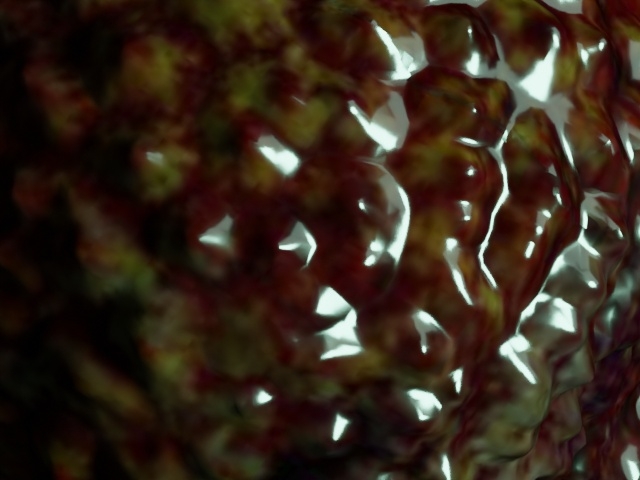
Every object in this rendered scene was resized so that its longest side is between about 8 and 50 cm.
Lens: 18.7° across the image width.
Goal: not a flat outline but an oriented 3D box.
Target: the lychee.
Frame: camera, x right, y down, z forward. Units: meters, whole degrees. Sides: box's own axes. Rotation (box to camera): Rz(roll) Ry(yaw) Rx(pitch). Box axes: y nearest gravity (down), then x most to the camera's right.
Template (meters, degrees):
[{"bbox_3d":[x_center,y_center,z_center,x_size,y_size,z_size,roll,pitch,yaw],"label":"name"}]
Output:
[{"bbox_3d":[0.000,0.000,0.942,0.500,0.424,0.424,40,24,6],"label":"lychee"}]
